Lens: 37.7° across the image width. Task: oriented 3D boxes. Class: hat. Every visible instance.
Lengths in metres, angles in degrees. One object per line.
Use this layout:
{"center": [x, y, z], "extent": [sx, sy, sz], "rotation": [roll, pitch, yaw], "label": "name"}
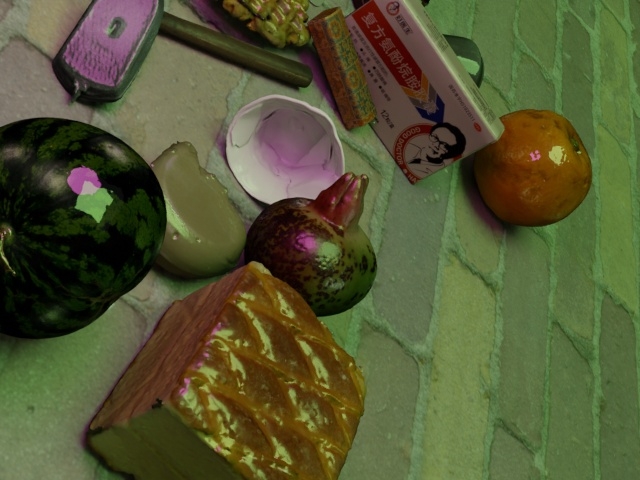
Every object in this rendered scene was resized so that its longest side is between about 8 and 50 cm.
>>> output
{"center": [-0.047, -0.160, 1.559], "extent": [0.203, 0.203, 0.126], "rotation": [53, 22, -12], "label": "hat"}

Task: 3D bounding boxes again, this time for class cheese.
{"center": [-0.194, -0.030, 1.371], "extent": [0.202, 0.091, 0.175], "rotation": [53, 40, -15], "label": "cheese"}

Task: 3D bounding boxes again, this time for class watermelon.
{"center": [-0.315, -0.019, 1.097], "extent": [0.269, 0.269, 0.269], "rotation": [25, 53, -37], "label": "watermelon"}

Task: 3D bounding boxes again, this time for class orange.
{"center": [0.459, -0.156, 2.039], "extent": [0.261, 0.261, 0.261], "rotation": [25, 53, -37], "label": "orange"}

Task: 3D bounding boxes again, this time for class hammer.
{"center": [-0.182, -0.342, 1.593], "extent": [0.440, 0.044, 0.168], "rotation": [12, 60, -43], "label": "hammer"}

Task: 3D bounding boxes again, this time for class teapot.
{"center": [0.207, -0.378, 1.960], "extent": [0.225, 0.171, 0.203], "rotation": [17, 25, -33], "label": "teapot"}

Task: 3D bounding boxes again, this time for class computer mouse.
{"center": [-0.309, -0.294, 1.386], "extent": [0.113, 0.068, 0.229], "rotation": [30, 78, -8], "label": "computer mouse"}

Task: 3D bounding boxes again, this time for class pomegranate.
{"center": [0.000, 0.000, 1.439], "extent": [0.214, 0.248, 0.214], "rotation": [27, 23, -13], "label": "pomegranate"}

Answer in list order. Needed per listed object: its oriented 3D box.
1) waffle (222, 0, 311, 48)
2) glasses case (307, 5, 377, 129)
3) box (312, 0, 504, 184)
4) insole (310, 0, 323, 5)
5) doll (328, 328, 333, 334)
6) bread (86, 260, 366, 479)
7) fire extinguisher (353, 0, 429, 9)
{"center": [-0.127, -0.479, 1.701], "extent": [0.301, 0.058, 0.281], "rotation": [29, 41, -40], "label": "waffle"}
{"center": [0.046, -0.327, 1.778], "extent": [0.075, 0.049, 0.218], "rotation": [-48, 124, -48], "label": "glasses case"}
{"center": [0.170, -0.301, 1.819], "extent": [0.353, 0.214, 0.069], "rotation": [53, 39, -13], "label": "box"}
{"center": [-0.005, -0.553, 1.932], "extent": [0.065, 0.004, 0.197], "rotation": [34, 47, -30], "label": "insole"}
{"center": [-0.040, 0.163, 1.432], "extent": [0.227, 0.057, 0.114], "rotation": [26, 56, -53], "label": "doll"}
{"center": [-0.107, 0.222, 1.233], "extent": [0.279, 0.207, 0.279], "rotation": [49, 40, -14], "label": "bread"}
{"center": [0.229, -0.551, 1.919], "extent": [0.141, 0.341, 0.105], "rotation": [23, 54, -40], "label": "fire extinguisher"}
